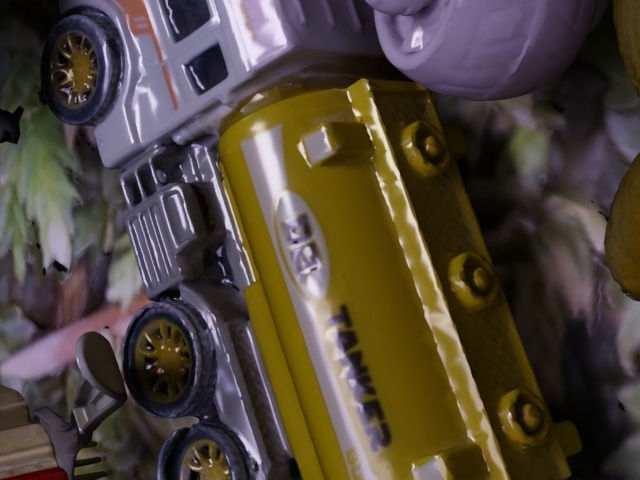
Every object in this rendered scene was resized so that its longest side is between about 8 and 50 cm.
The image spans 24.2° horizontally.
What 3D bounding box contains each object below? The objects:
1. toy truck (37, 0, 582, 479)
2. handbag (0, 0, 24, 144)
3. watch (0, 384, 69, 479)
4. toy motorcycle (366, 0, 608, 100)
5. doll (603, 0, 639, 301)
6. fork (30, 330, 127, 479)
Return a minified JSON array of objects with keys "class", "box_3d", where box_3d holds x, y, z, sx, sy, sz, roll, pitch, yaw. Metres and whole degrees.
[{"class":"toy truck","box_3d":[0.000,0.000,0.478,0.114,0.098,0.227,-30,72,39]},{"class":"handbag","box_3d":[-0.176,-0.216,0.551,0.327,0.162,0.325,26,98,45]},{"class":"watch","box_3d":[-0.150,0.122,0.567,0.268,0.102,0.165,25,120,61]},{"class":"toy motorcycle","box_3d":[0.053,-0.169,0.440,0.112,0.112,0.254,12,98,41]},{"class":"doll","box_3d":[0.131,-0.011,0.382,0.137,0.097,0.210,-146,46,-70]},{"class":"fork","box_3d":[-0.085,0.065,0.517,0.219,0.028,0.034,125,135,-73]}]
